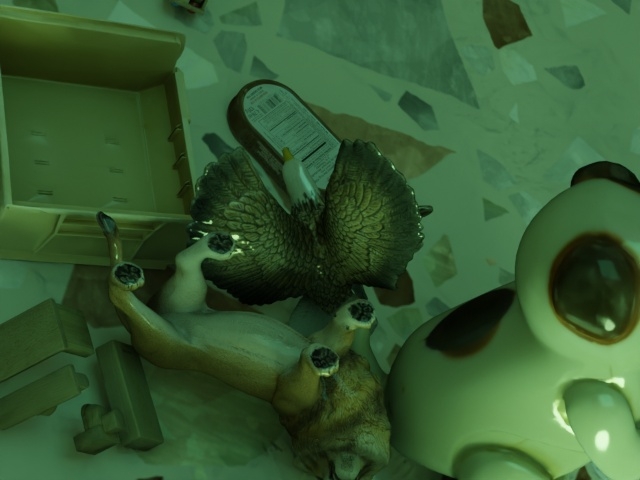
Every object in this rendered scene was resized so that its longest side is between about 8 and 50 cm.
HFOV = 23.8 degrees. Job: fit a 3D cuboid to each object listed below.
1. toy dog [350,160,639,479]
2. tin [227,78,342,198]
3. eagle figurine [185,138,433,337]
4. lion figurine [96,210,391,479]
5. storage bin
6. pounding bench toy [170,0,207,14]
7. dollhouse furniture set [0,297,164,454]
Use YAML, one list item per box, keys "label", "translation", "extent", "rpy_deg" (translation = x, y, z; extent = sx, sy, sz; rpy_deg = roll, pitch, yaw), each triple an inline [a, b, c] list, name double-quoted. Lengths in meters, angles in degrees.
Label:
- label: "toy dog"
  translation: [0.263, 0.104, 1.672]
  extent: [0.395, 0.408, 0.284]
  rpy_deg: [34, 39, 2]
- label: "tin"
  translation: [-0.036, -0.124, 1.923]
  extent: [0.189, 0.040, 0.106]
  rpy_deg: [46, 53, 3]
- label: "eagle figurine"
  translation: [-0.007, -0.009, 1.702]
  extent: [0.225, 0.298, 0.226]
  rpy_deg: [37, 91, 8]
- label: "lion figurine"
  translation: [-0.084, 0.121, 1.637]
  extent: [0.392, 0.240, 0.142]
  rpy_deg: [31, 57, 4]
- label: "storage bin"
  translation: [-0.258, -0.112, 1.723]
  extent: [0.260, 0.123, 0.262]
  rpy_deg: [4, 58, -28]
- label: "pounding bench toy"
  translation: [-0.166, -0.335, 1.968]
  extent: [0.052, 0.065, 0.083]
  rpy_deg: [23, 21, -16]
- label: "dollhouse furniture set"
  translation: [-0.272, 0.164, 1.601]
  extent: [0.151, 0.123, 0.144]
  rpy_deg: [28, 39, -61]
